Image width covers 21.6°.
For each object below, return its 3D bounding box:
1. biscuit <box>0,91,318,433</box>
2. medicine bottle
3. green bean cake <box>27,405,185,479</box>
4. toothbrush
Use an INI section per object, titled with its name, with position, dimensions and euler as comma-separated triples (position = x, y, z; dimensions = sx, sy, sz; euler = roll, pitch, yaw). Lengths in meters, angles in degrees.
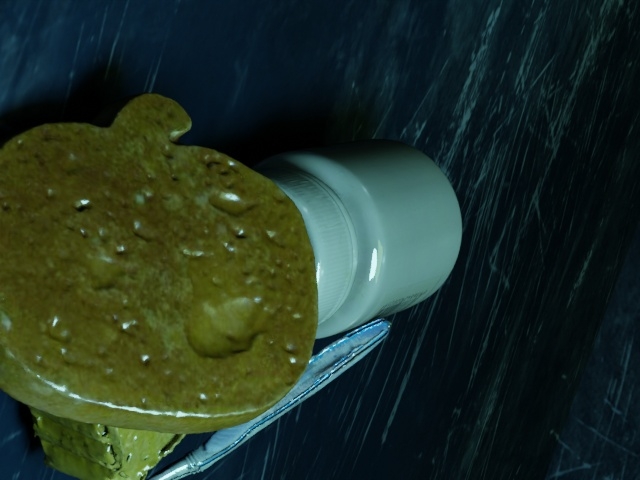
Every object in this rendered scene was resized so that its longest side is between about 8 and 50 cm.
[biscuit]
position = -0.164, 0.015, 1.499
dimensions = 0.367, 0.063, 0.314
euler = 11, 64, -34
[medicine bottle]
position = 0.000, 0.000, 1.861
dimensions = 0.340, 0.208, 0.208
euler = -14, 120, -61
[green bean cake]
position = -0.192, 0.103, 1.634
dimensions = 0.224, 0.131, 0.229
euler = -51, 146, -40
[toothbrush]
position = -0.092, 0.206, 1.820
dimensions = 0.413, 0.035, 0.042
euler = -35, 152, -7
